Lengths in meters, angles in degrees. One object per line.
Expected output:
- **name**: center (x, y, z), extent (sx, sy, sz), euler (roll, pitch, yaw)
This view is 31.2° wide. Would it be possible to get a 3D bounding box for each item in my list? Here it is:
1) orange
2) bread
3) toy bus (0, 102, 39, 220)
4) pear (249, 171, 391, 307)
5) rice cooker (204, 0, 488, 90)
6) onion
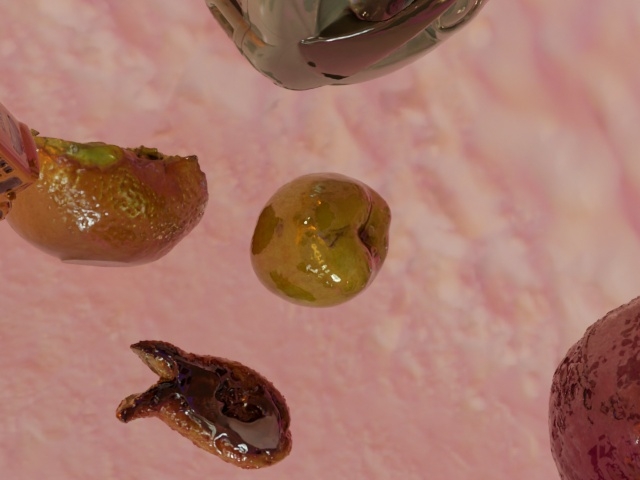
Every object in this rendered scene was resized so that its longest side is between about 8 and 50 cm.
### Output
- **orange**: center (-0.334, -0.058, 1.707), extent (0.334, 0.262, 0.196), euler (4, 99, -56)
- **bread**: center (-0.156, 0.230, 1.597), extent (0.268, 0.095, 0.139), euler (22, 60, -15)
- **toy bus**: center (-0.314, -0.086, 1.029), extent (0.194, 0.088, 0.083), euler (65, 6, -70)
- **pear**: center (0.000, 0.000, 1.578), extent (0.200, 0.200, 0.200), euler (9, 75, -39)
- **rice cooker**: center (0.018, -0.325, 1.049), extent (0.335, 0.335, 0.325), euler (-14, 58, -41)
- **onion**: center (0.306, 0.174, 0.992), extent (0.159, 0.267, 0.349), euler (41, 32, -22)
